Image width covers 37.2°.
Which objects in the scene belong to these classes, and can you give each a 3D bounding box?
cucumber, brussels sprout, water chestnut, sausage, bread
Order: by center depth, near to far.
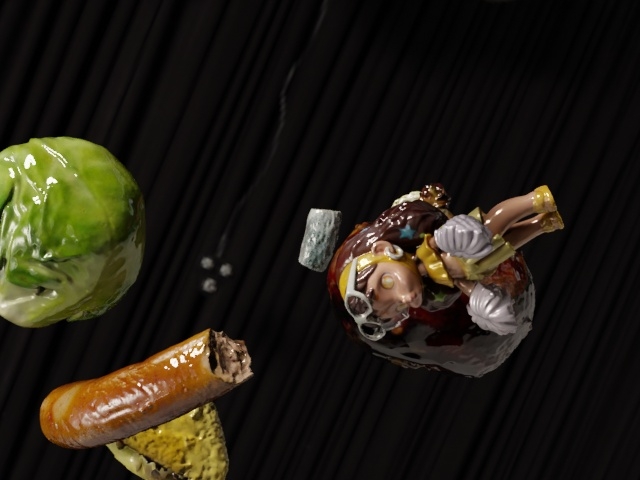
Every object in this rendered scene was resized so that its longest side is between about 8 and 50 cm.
[{"bbox_3d":[-0.213,0.177,1.075,0.076,0.302,0.103,63,26,-9],"label":"sausage"},{"bbox_3d":[-0.292,-0.010,1.083,0.223,0.223,0.161,23,19,15],"label":"brussels sprout"},{"bbox_3d":[-0.251,0.280,1.461,0.262,0.163,0.204,39,-20,-18],"label":"bread"},{"bbox_3d":[0.179,0.059,1.528,0.350,0.302,0.350,9,-8,1],"label":"water chestnut"},{"bbox_3d":[0.000,-0.002,1.694,0.064,0.112,0.064,13,5,-1],"label":"cucumber"}]

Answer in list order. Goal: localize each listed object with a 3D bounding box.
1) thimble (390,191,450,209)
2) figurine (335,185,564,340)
[{"bbox_3d":[0.219,0.003,1.897,0.143,0.137,0.190,57,2,-38],"label":"thimble"},{"bbox_3d":[0.130,0.017,0.980,0.240,0.116,0.175,-16,-46,18],"label":"figurine"}]
